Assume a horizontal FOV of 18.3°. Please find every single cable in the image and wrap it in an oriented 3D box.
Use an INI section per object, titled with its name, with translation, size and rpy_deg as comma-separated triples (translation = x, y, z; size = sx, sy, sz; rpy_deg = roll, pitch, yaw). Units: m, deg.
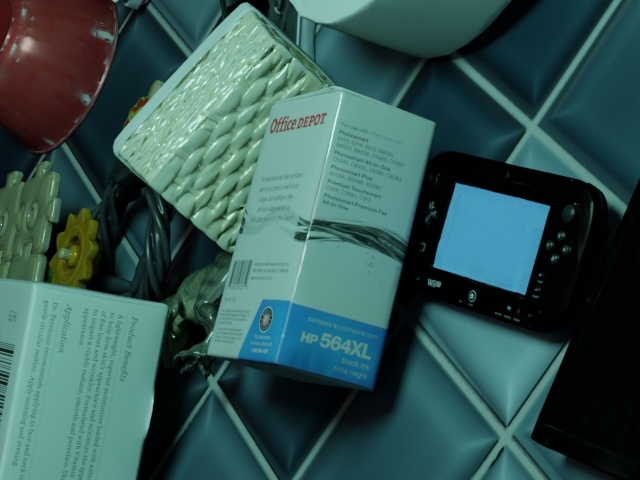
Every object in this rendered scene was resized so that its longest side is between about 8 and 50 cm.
[cable]
translation = -0.165, 0.003, 1.765
size = 0.184, 0.047, 0.151
rpy_deg = -41, 52, 53

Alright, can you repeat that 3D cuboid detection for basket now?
[basket]
translation = -0.066, -0.088, 1.590
size = 0.167, 0.113, 0.103
rpy_deg = -48, 25, 2

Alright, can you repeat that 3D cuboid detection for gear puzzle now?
[gear puzzle]
translation = -0.272, 0.018, 1.884
size = 0.339, 0.044, 0.176
rpy_deg = -12, 67, 60

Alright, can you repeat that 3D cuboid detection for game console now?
[game console]
translation = 0.158, 0.026, 1.300
size = 0.361, 0.044, 0.213
rpy_deg = 18, 84, 58

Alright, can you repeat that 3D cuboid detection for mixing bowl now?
[mixing bowl]
translation = -0.299, -0.190, 2.039
size = 0.181, 0.098, 0.181
rpy_deg = -34, 43, 40

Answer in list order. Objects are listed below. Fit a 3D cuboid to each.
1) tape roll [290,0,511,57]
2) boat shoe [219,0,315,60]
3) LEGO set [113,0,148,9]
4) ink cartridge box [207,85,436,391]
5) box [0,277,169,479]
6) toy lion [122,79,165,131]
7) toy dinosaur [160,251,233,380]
[tape roll]
translation = 0.077, -0.287, 1.528
size = 0.286, 0.100, 0.286
rpy_deg = -36, 47, 50
[boat shoe]
translation = -0.054, -0.197, 1.715
size = 0.080, 0.076, 0.229
rpy_deg = -31, 46, 41
[LEGO set]
translation = -0.134, -0.367, 1.956
size = 0.287, 0.107, 0.132
rpy_deg = -47, 71, 18
[ink cartridge box]
translation = 0.000, 0.000, 1.462
size = 0.148, 0.085, 0.203
rpy_deg = -1, 73, 68
[box]
translation = -0.220, 0.128, 1.644
size = 0.182, 0.119, 0.181
rpy_deg = 180, 101, -67
[toy lion]
translation = -0.160, -0.095, 1.844
size = 0.096, 0.034, 0.100
rpy_deg = -42, 39, 42
[toy dinosaur]
translation = -0.062, 0.044, 1.587
size = 0.268, 0.064, 0.118
rpy_deg = -37, 35, 31
